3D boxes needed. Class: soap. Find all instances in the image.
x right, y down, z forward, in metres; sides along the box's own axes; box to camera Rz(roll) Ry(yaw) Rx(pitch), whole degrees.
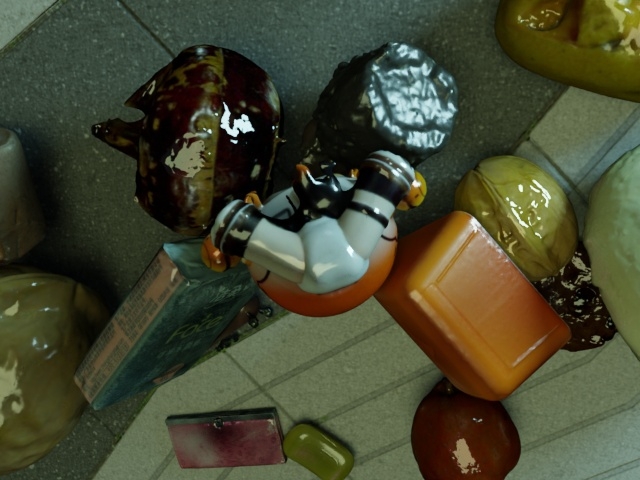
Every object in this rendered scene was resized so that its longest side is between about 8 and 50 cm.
[{"bbox_3d":[-0.004,0.404,1.286,0.140,0.045,0.089,34,114,-2],"label":"soap"}]

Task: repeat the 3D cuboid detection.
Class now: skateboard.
[{"bbox_3d":[-0.168,0.147,1.232,0.151,0.067,0.080,-37,88,24],"label":"skateboard"}]

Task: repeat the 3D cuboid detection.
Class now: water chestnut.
[{"bbox_3d":[-0.197,-0.142,1.010,0.300,0.300,0.300,4,109,11],"label":"water chestnut"}]

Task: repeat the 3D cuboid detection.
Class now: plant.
[{"bbox_3d":[0.081,-0.176,0.994,0.178,0.204,0.234,30,157,-16],"label":"plant"}]

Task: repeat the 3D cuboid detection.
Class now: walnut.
[{"bbox_3d":[0.294,-0.032,1.016,0.159,0.159,0.207,-36,90,20],"label":"walnut"},{"bbox_3d":[-0.558,0.226,1.196,0.383,0.383,0.383,4,109,11],"label":"walnut"}]

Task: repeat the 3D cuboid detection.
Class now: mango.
[{"bbox_3d":[0.419,-0.305,0.899,0.365,0.182,0.253,3,112,23],"label":"mango"}]

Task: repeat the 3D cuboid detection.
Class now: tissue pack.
[{"bbox_3d":[-0.240,0.125,1.110,0.103,0.228,0.316,48,117,15],"label":"tissue pack"}]

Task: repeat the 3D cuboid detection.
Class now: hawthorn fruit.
[{"bbox_3d":[0.238,0.322,1.137,0.185,0.185,0.202,-12,102,16],"label":"hawthorn fruit"}]

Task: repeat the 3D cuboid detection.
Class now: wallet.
[{"bbox_3d":[-0.185,0.394,1.334,0.232,0.025,0.119,-9,107,16],"label":"wallet"}]

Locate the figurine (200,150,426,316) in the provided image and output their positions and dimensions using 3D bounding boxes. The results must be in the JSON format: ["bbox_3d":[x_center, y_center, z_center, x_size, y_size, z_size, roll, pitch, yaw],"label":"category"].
[{"bbox_3d":[0.001,0.004,0.933,0.320,0.323,0.196,-18,80,1],"label":"figurine"}]

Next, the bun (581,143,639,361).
[{"bbox_3d":[0.515,0.032,0.953,0.361,0.213,0.361,4,80,-23],"label":"bun"}]

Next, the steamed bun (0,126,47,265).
[{"bbox_3d":[-0.621,-0.086,1.185,0.301,0.199,0.251,3,126,21],"label":"steamed bun"}]

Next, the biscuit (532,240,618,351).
[{"bbox_3d":[0.403,0.092,1.093,0.192,0.049,0.192,5,108,16],"label":"biscuit"}]

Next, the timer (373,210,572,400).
[{"bbox_3d":[0.200,0.110,1.053,0.161,0.250,0.257,-44,96,-15],"label":"timer"}]
